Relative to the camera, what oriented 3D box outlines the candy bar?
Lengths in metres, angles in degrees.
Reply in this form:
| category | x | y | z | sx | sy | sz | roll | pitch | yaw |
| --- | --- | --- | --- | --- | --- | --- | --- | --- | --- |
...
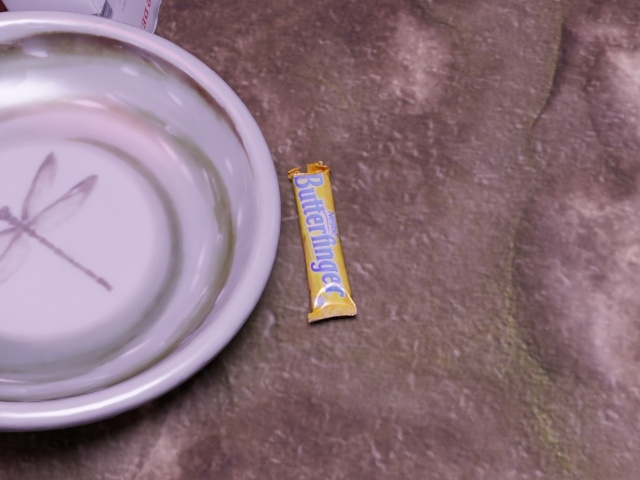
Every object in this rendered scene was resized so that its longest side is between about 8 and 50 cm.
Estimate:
| category | x | y | z | sx | sy | sz | roll | pitch | yaw |
| --- | --- | --- | --- | --- | --- | --- | --- | --- | --- |
| candy bar | 0.000 | 0.000 | 1.263 | 0.040 | 0.018 | 0.161 | -13 | 55 | 5 |

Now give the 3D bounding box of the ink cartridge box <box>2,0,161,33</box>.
| category | x | y | z | sx | sy | sz | roll | pitch | yaw |
| --- | --- | --- | --- | --- | --- | --- | --- | --- | --- |
| ink cartridge box | -0.229 | -0.266 | 1.377 | 0.093 | 0.219 | 0.160 | -2 | 55 | 16 |

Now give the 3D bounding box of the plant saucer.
| category | x | y | z | sx | sy | sz | roll | pitch | yaw |
| --- | --- | --- | --- | --- | --- | --- | --- | --- | --- |
| plant saucer | -0.234 | -0.010 | 1.243 | 0.400 | 0.100 | 0.400 | 2 | 58 | -4 |
